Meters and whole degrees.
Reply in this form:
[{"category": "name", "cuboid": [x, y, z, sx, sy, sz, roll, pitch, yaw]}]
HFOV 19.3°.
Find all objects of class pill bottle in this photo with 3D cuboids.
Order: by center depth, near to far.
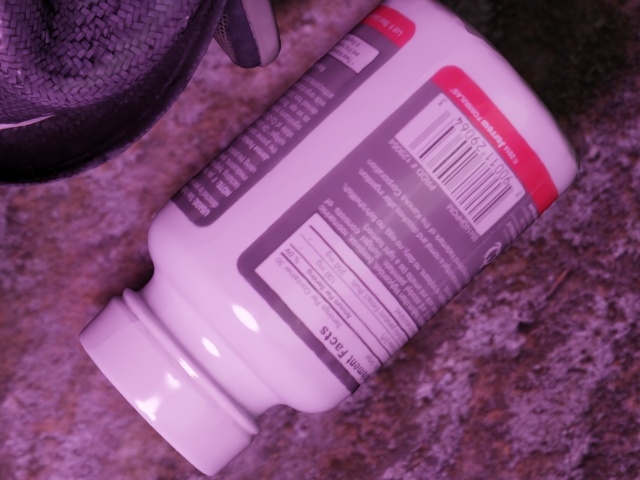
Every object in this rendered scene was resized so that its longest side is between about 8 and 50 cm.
[{"category": "pill bottle", "cuboid": [0.000, 0.000, 1.231, 0.318, 0.176, 0.176, -43, 125, -3]}]

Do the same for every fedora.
[{"category": "fedora", "cuboid": [-0.139, -0.186, 0.975, 0.334, 0.152, 0.334, -7, 103, -32]}]

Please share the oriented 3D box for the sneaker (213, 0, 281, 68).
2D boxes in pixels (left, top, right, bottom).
[{"category": "sneaker", "cuboid": [-0.118, -0.180, 1.141, 0.130, 0.087, 0.227, -36, 122, -5]}]
